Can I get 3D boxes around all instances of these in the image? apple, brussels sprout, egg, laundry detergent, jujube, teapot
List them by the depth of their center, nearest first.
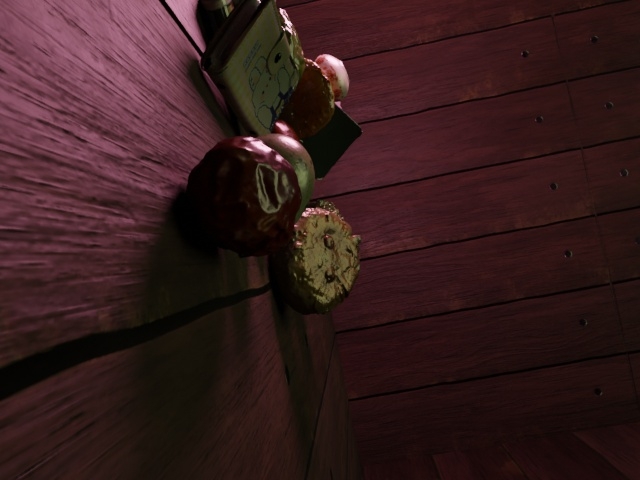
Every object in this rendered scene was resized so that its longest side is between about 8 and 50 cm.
[{"bbox_3d":[-0.111,-0.062,0.731,0.250,0.174,0.174,56,23,-74],"label":"jujube"},{"bbox_3d":[-0.102,-0.118,1.003,0.177,0.177,0.227,65,30,-76],"label":"egg"},{"bbox_3d":[-0.215,-0.465,1.102,0.099,0.070,0.225,-110,-175,-46],"label":"laundry detergent"},{"bbox_3d":[-0.150,-0.506,1.259,0.244,0.244,0.243,-11,90,-87],"label":"brussels sprout"},{"bbox_3d":[-0.126,-0.275,1.376,0.156,0.147,0.158,-41,121,-61],"label":"apple"},{"bbox_3d":[0.037,-0.545,1.573,0.159,0.116,0.245,52,4,3],"label":"teapot"}]

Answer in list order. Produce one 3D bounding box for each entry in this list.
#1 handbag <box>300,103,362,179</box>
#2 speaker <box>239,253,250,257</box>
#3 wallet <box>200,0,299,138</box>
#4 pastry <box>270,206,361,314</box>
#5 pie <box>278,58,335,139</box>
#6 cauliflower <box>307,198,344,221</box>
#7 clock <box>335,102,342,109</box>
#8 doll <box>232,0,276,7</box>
[{"bbox_3d":[-0.011,-0.358,1.600,0.260,0.247,0.079,31,13,-49],"label":"handbag"},{"bbox_3d":[-0.162,-0.058,0.910,0.046,0.040,0.191,-91,170,-59],"label":"speaker"},{"bbox_3d":[-0.144,-0.379,1.065,0.223,0.077,0.309,-63,165,-9],"label":"wallet"},{"bbox_3d":[-0.018,0.053,1.346,0.330,0.137,0.329,11,75,-46],"label":"pastry"},{"bbox_3d":[-0.089,-0.436,1.428,0.069,0.274,0.273,-86,164,-73],"label":"pie"},{"bbox_3d":[-0.014,0.008,1.630,0.327,0.260,0.281,41,14,-19],"label":"cauliflower"},{"bbox_3d":[-0.060,-0.475,1.806,0.113,0.296,0.322,57,12,-31],"label":"clock"},{"bbox_3d":[-0.225,-0.864,1.446,0.260,0.162,0.176,79,4,-45],"label":"doll"}]
